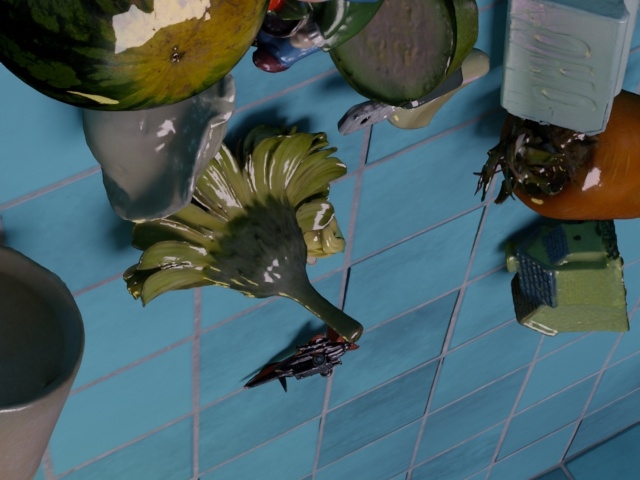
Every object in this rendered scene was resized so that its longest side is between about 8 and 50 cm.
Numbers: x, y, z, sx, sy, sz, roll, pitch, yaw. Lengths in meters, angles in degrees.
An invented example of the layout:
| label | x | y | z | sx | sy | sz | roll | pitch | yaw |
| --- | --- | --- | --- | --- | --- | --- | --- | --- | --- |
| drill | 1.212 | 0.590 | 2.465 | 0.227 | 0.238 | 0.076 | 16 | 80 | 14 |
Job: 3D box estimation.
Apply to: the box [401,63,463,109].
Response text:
| label | x | y | z | sx | sy | sz | roll | pitch | yaw |
| --- | --- | --- | --- | --- | --- | --- | --- | --- | --- |
| box | 0.106 | -0.196 | 1.809 | 0.091 | 0.126 | 0.031 | -27 | 120 | -15 |

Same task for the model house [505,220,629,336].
| label | x | y | z | sx | sy | sz | roll | pitch | yaw |
| --- | --- | --- | --- | --- | --- | --- | --- | --- | --- |
| model house | 0.402 | 0.038 | 2.540 | 0.189 | 0.195 | 0.214 | -11 | 140 | 8 |

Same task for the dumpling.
| label | x | y | z | sx | sy | sz | roll | pitch | yaw |
| --- | --- | --- | --- | --- | --- | --- | --- | --- | --- |
| dumpling | -0.159 | -0.121 | 1.554 | 0.147 | 0.193 | 0.258 | -2 | 143 | -41 |

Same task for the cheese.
| label | x | y | z | sx | sy | sz | roll | pitch | yaw |
| --- | --- | --- | --- | --- | --- | --- | --- | --- | --- |
| cheese | 0.105 | -0.173 | 1.895 | 0.235 | 0.050 | 0.127 | -24 | 163 | -48 |

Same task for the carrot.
| label | x | y | z | sx | sy | sz | roll | pitch | yaw |
| --- | --- | --- | --- | --- | --- | --- | --- | --- | --- |
| carrot | 0.349 | -0.128 | 2.128 | 0.331 | 0.214 | 0.193 | -4 | 124 | -50 |

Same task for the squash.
| label | x | y | z | sx | sy | sz | roll | pitch | yaw |
| --- | --- | --- | --- | --- | --- | --- | --- | --- | --- |
| squash | 0.098 | -0.236 | 1.699 | 0.170 | 0.170 | 0.123 | -49 | 163 | 29 |

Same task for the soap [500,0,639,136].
| label | x | y | z | sx | sy | sz | roll | pitch | yaw |
| --- | --- | --- | --- | --- | --- | --- | --- | --- | --- |
| soap | 0.305 | -0.241 | 1.910 | 0.094 | 0.150 | 0.261 | -61 | 163 | -25 |

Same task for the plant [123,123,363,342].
| label | x | y | z | sx | sy | sz | roll | pitch | yaw |
| --- | --- | --- | --- | --- | --- | --- | --- | --- | --- |
| plant | -0.073 | 0.008 | 1.891 | 0.306 | 0.297 | 0.261 | -47 | -174 | -7 |

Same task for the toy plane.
| label | x | y | z | sx | sy | sz | roll | pitch | yaw |
| --- | --- | --- | --- | --- | --- | --- | --- | --- | --- |
| toy plane | -0.030 | 0.194 | 2.394 | 0.189 | 0.061 | 0.130 | -32 | 155 | -3 |

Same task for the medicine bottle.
| label | x | y | z | sx | sy | sz | roll | pitch | yaw |
| --- | --- | --- | --- | --- | --- | --- | --- | --- | --- |
| medicine bottle | -0.431 | 0.214 | 1.770 | 0.236 | 0.235 | 0.406 | -13 | 147 | -36 |

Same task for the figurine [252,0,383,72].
| label | x | y | z | sx | sy | sz | roll | pitch | yaw |
| --- | --- | --- | --- | --- | --- | --- | --- | --- | --- |
| figurine | -0.029 | -0.271 | 1.544 | 0.185 | 0.127 | 0.234 | -29 | 165 | 8 |

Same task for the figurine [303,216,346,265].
| label | x | y | z | sx | sy | sz | roll | pitch | yaw |
| --- | --- | --- | --- | --- | --- | --- | --- | --- | --- |
| figurine | 0.000 | 0.000 | 2.090 | 0.083 | 0.083 | 0.187 | -30 | 164 | -8 |

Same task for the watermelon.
| label | x | y | z | sx | sy | sz | roll | pitch | yaw |
| --- | --- | --- | --- | --- | --- | --- | --- | --- | --- |
| watermelon | -0.163 | -0.237 | 1.289 | 0.269 | 0.269 | 0.269 | -26 | 153 | -14 |
